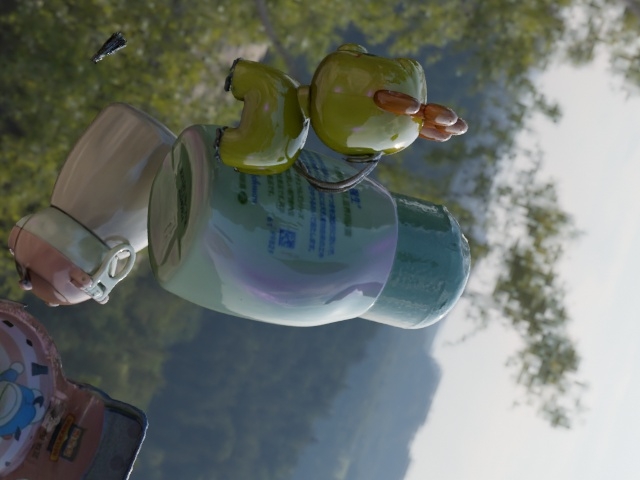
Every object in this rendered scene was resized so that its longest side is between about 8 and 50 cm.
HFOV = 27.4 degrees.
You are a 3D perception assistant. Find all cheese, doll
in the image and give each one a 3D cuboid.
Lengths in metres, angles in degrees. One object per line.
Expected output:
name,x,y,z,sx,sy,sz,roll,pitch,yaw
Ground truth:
cheese,-0.282,0.154,1.188,0.074,0.286,0.188,34,77,-62
doll,0.022,-0.114,1.199,0.143,0.221,0.135,29,67,-72

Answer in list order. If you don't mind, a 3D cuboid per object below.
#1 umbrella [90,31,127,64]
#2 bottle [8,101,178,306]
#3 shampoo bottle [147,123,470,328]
umbrella,-0.266,-0.240,1.640,0.083,0.031,0.020,-63,149,-53
bottle,-0.253,-0.028,1.493,0.236,0.148,0.147,-52,172,-13
shampoo bottle,0.000,0.000,1.399,0.151,0.350,0.221,-55,-147,38
